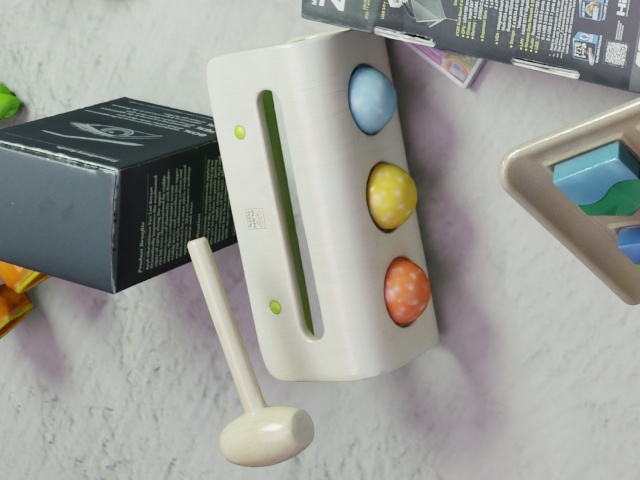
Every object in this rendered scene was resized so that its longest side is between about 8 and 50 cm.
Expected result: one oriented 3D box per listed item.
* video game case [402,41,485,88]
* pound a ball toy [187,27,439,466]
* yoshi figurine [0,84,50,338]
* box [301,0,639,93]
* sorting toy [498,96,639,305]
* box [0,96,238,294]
[{"bbox_3d":[0.112,-0.193,1.260,0.087,0.011,0.122,40,121,18],"label":"video game case"},{"bbox_3d":[0.000,0.000,1.269,0.135,0.208,0.319,-5,100,34],"label":"pound a ball toy"},{"bbox_3d":[-0.397,-0.076,1.561,0.362,0.203,0.203,44,158,1],"label":"yoshi figurine"},{"bbox_3d":[0.155,-0.323,1.134,0.318,0.097,0.395,15,109,27],"label":"box"},{"bbox_3d":[0.260,-0.032,1.126,0.208,0.038,0.193,-25,131,34],"label":"sorting toy"},{"bbox_3d":[-0.173,-0.044,1.368,0.153,0.207,0.108,15,111,29],"label":"box"}]
